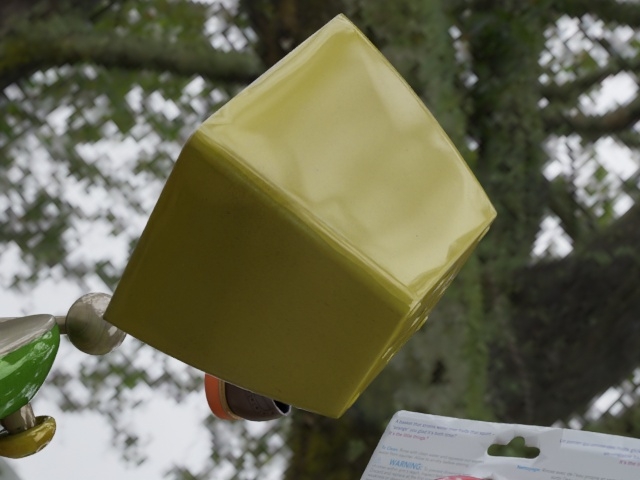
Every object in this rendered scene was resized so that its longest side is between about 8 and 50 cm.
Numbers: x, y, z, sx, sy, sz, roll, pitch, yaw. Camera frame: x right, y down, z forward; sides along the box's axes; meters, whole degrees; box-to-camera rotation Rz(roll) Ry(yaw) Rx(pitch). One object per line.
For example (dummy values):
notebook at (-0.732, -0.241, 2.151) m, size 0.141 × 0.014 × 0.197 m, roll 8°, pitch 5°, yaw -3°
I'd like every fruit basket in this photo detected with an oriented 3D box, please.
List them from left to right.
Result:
fruit basket at (0.112, 0.309, 1.448) m, size 0.327 × 0.353 × 0.165 m, roll 0°, pitch -42°, yaw 46°

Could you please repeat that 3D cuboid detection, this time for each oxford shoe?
oxford shoe at (-0.057, 0.059, 1.859) m, size 0.098 × 0.097 × 0.271 m, roll 1°, pitch -90°, yaw 39°

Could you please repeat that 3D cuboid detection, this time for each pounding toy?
pounding toy at (-0.266, 0.133, 1.394) m, size 0.183 × 0.237 × 0.110 m, roll -14°, pitch -81°, yaw 32°

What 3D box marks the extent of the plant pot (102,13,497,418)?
plant pot at (0.000, 0.000, 1.277) m, size 0.187 × 0.212 × 0.212 m, roll 37°, pitch -47°, yaw 7°
